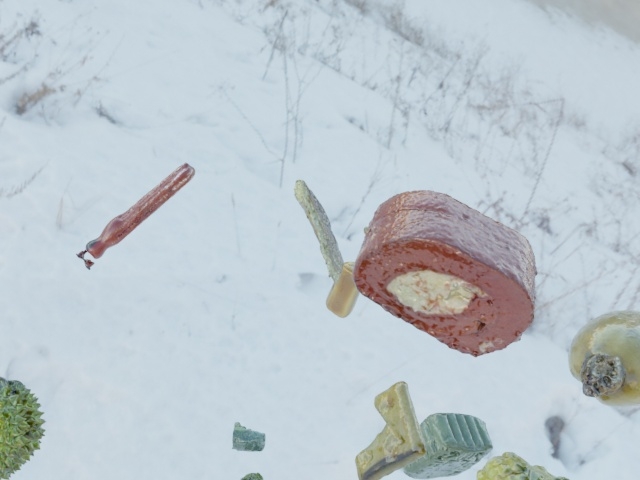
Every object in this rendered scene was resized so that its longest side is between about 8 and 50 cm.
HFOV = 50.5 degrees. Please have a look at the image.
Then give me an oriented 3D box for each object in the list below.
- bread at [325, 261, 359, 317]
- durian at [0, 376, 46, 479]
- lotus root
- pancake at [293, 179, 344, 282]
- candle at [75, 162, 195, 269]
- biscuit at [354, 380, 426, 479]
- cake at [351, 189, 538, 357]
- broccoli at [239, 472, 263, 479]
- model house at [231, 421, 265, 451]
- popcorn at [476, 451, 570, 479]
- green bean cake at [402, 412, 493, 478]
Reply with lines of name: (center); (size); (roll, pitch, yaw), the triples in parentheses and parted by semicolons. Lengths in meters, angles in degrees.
bread: (0.084, 0.148, 2.103); (0.092, 0.239, 0.074); (37, 52, 13)
durian: (-0.761, 0.431, 1.533); (0.290, 0.291, 0.225); (9, 61, -24)
lotus root: (0.536, 0.207, 1.202); (0.342, 0.152, 0.169); (-1, 39, -51)
pancake: (0.000, 0.000, 1.723); (0.245, 0.057, 0.266); (-99, 163, -45)
candle: (-0.415, -0.062, 1.538); (0.329, 0.051, 0.048); (-42, 82, -8)
biscuit: (0.137, 0.405, 1.438); (0.039, 0.174, 0.184); (33, 33, -36)
cake: (0.194, 0.043, 1.010); (0.282, 0.177, 0.151); (33, 37, -5)
broccoli: (-0.190, 0.655, 1.599); (0.164, 0.146, 0.304); (27, 19, -2)
model house: (-0.177, 0.494, 1.699); (0.083, 0.079, 0.066); (5, 54, 2)
popcorn: (0.374, 0.478, 1.201); (0.189, 0.170, 0.218); (10, 39, -6)
green bean cake: (0.352, 0.594, 1.944); (0.222, 0.227, 0.125); (11, 47, -33)
